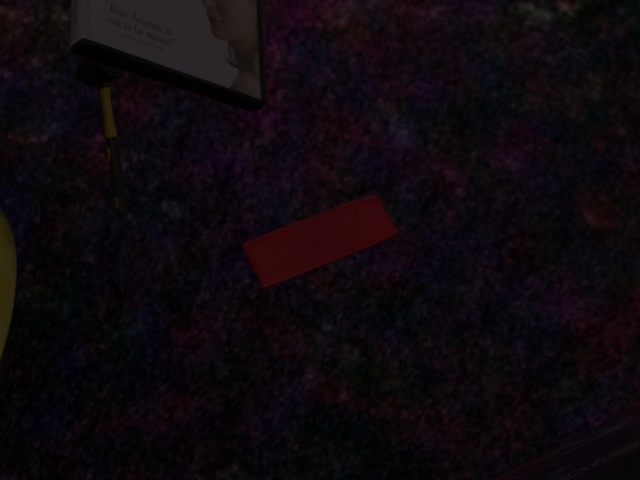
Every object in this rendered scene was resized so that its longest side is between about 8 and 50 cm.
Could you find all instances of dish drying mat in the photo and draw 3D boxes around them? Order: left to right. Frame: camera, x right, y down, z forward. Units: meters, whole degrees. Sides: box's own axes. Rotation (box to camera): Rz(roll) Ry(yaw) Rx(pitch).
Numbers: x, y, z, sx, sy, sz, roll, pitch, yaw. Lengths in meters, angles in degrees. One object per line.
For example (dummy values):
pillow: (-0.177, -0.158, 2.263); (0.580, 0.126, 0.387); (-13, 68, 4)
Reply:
dish drying mat: (0.000, 0.000, 0.554); (0.083, 0.008, 0.032); (-22, 63, -12)

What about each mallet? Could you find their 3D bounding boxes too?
mallet: (-0.244, -0.124, 1.131); (0.039, 0.190, 0.062); (-9, 10, -41)

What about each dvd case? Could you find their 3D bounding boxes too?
dvd case: (-0.124, -0.246, 0.839); (0.180, 0.022, 0.253); (13, 64, -40)

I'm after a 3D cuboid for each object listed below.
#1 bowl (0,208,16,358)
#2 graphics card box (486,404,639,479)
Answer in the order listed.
bowl: (-0.346, 0.063, 0.632); (0.156, 0.289, 0.289); (35, 27, -40)
graphics card box: (0.194, 0.172, 0.639); (0.094, 0.232, 0.371); (64, 6, 12)
